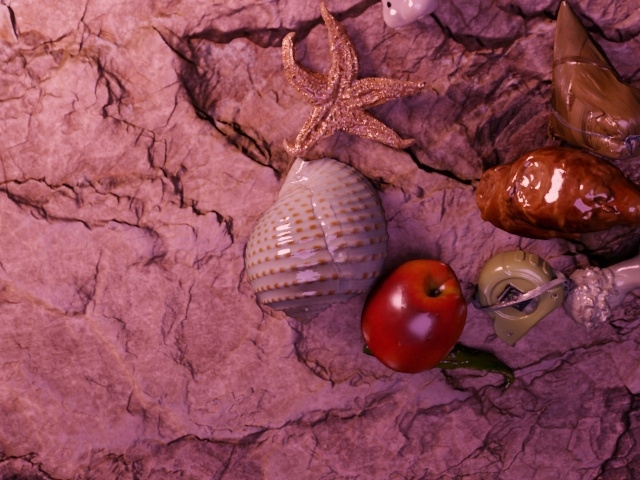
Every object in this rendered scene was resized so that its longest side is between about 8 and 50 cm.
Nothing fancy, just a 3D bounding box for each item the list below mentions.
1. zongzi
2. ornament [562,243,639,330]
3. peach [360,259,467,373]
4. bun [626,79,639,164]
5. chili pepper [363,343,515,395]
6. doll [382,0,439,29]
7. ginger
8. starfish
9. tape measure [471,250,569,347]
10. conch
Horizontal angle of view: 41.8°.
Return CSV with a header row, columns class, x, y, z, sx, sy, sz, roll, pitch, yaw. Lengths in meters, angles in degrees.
class,x,y,z,sx,sy,sz,roll,pitch,yaw
zongzi,0.506,-0.294,1.523,0.125,0.251,0.274,-11,110,-12
ornament,0.633,0.078,1.736,0.285,0.120,0.130,-32,103,11
peach,0.187,0.151,1.711,0.199,0.243,0.243,30,109,-6
bun,0.658,-0.215,1.616,0.178,0.128,0.193,2,114,-2
chili pepper,0.268,0.259,1.841,0.359,0.076,0.085,18,86,-6
doll,0.141,-0.475,1.526,0.110,0.107,0.181,-13,122,44
ginger,0.466,-0.073,1.580,0.274,0.357,0.152,21,81,-12
starfish,0.056,-0.286,1.628,0.302,0.060,0.299,17,105,0
tape measure,0.410,0.109,1.748,0.175,0.106,0.200,39,126,-6
conch,0.003,0.010,1.671,0.303,0.215,0.319,0,113,-11
